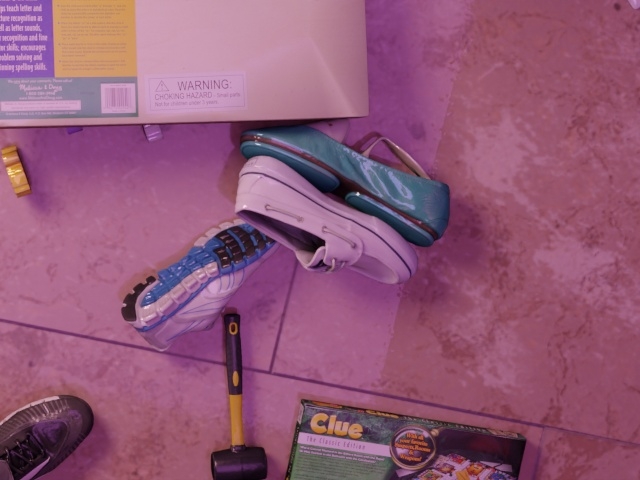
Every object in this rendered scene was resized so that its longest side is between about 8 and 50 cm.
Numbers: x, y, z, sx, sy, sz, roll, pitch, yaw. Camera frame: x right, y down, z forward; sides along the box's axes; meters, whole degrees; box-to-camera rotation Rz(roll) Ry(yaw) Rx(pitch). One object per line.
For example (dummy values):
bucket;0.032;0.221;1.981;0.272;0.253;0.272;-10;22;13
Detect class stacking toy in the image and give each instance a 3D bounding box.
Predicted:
stacking toy;-0.275;-0.174;1.806;0.167;0.052;0.221;-20;101;-6

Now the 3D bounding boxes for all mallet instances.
mallet;-0.083;0.174;1.903;0.062;0.039;0.190;4;98;-11

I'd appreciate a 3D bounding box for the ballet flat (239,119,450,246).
ballet flat;0.032;-0.081;1.867;0.247;0.083;0.087;27;70;-13

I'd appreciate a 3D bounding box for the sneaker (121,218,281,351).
sneaker;-0.119;0.050;1.871;0.190;0.071;0.083;-33;131;-7

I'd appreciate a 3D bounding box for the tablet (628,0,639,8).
tablet;0.345;-0.301;1.909;0.054;0.006;0.083;-34;104;-3

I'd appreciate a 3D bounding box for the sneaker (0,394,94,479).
sneaker;-0.343;0.243;1.837;0.234;0.106;0.078;-27;104;-4

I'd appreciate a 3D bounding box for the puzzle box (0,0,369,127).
puzzle box;-0.156;-0.253;1.778;0.409;0.052;0.272;-2;92;-13

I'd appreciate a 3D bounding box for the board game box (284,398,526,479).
board game box;0.092;0.263;1.952;0.259;0.030;0.136;11;100;-11

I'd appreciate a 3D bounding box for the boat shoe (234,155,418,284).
boat shoe;0.000;0.000;1.848;0.226;0.083;0.076;30;58;-18
